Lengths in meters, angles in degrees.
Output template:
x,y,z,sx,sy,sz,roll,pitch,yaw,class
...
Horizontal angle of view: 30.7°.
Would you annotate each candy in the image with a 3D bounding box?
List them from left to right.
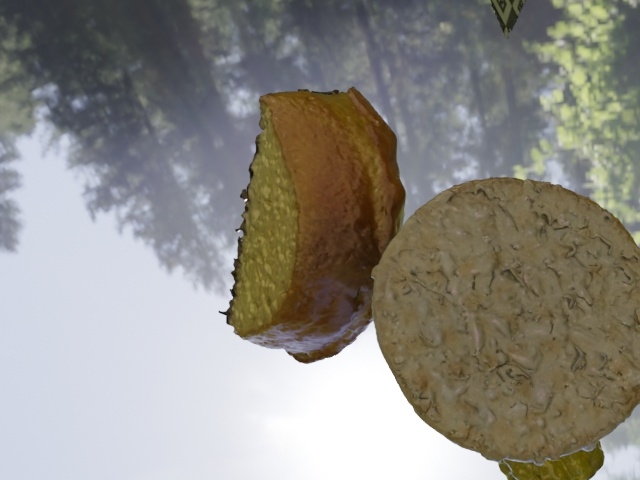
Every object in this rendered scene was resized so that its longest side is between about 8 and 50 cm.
x,y,z,sx,sy,sz,roll,pitch,yaw,class
0.184,0.151,1.110,0.094,0.199,0.106,-31,-167,15,candy

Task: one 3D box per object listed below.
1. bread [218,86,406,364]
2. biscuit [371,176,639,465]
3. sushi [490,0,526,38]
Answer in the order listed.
x,y,z,sx,sy,sz,roll,pitch,yaw,class
0.005,-0.003,1.026,0.129,0.260,0.134,1,-168,-33,bread
0.100,0.038,0.592,0.152,0.020,0.152,0,-104,-1,biscuit
0.205,-0.348,1.255,0.040,0.193,0.210,-14,-153,33,sushi
